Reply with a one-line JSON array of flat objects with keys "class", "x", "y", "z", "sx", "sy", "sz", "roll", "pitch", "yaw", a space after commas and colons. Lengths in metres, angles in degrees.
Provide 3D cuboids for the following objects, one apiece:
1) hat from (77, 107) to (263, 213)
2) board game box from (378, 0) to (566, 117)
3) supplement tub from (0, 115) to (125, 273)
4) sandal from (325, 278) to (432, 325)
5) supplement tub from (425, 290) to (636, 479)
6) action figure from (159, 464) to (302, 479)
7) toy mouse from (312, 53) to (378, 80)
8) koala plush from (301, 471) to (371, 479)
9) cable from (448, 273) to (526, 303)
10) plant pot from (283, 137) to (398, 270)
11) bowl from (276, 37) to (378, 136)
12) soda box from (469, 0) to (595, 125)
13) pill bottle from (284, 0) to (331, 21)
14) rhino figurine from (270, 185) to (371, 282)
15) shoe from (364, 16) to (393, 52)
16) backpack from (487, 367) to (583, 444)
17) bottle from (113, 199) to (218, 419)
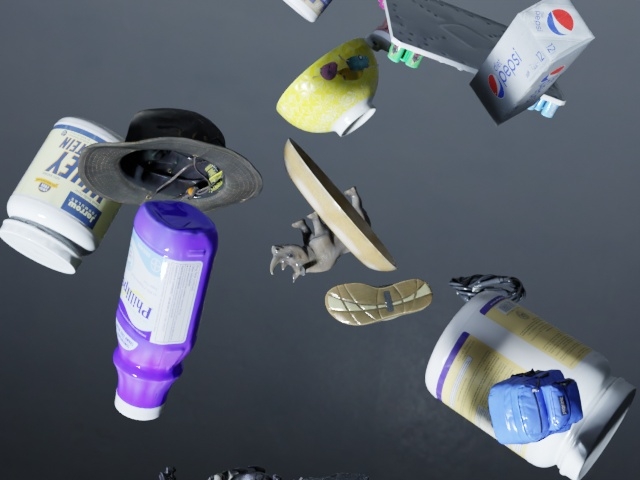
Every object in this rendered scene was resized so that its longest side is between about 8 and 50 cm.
[{"class": "hat", "x": -0.267, "y": -0.163, "z": 1.698, "sx": 0.331, "sy": 0.134, "sz": 0.331, "roll": 1, "pitch": 159, "yaw": 1}, {"class": "board game box", "x": 0.315, "y": -0.425, "z": 2.043, "sx": 0.390, "sy": 0.050, "sz": 0.390, "roll": 17, "pitch": -148, "yaw": -12}, {"class": "supplement tub", "x": -0.601, "y": -0.108, "z": 2.244, "sx": 0.235, "sy": 0.325, "sz": 0.235, "roll": 22, "pitch": 160, "yaw": 8}, {"class": "sandal", "x": 0.098, "y": 0.103, "z": 1.576, "sx": 0.180, "sy": 0.072, "sz": 0.049, "roll": -8, "pitch": 172, "yaw": -3}, {"class": "supplement tub", "x": 0.392, "y": 0.271, "z": 1.756, "sx": 0.331, "sy": 0.241, "sz": 0.241, "roll": 33, "pitch": -174, "yaw": 26}, {"class": "action figure", "x": -0.173, "y": 0.490, "z": 1.742, "sx": 0.275, "sy": 0.141, "sz": 0.164, "roll": 7, "pitch": 168, "yaw": -19}, {"class": "toy mouse", "x": 0.056, "y": -0.396, "z": 2.154, "sx": 0.161, "sy": 0.031, "sz": 0.143, "roll": -12, "pitch": 173, "yaw": 5}, {"class": "koala plush", "x": 0.034, "y": 0.470, "z": 1.340, "sx": 0.196, "sy": 0.221, "sz": 0.203, "roll": -23, "pitch": -155, "yaw": -33}, {"class": "cable", "x": 0.396, "y": 0.115, "z": 2.207, "sx": 0.184, "sy": 0.047, "sz": 0.150, "roll": -5, "pitch": -166, "yaw": -24}, {"class": "plant pot", "x": 0.022, "y": -0.043, "z": 1.296, "sx": 0.236, "sy": 0.032, "sz": 0.236, "roll": 49, "pitch": -174, "yaw": -6}, {"class": "bowl", "x": 0.050, "y": -0.358, "z": 2.352, "sx": 0.156, "sy": 0.289, "sz": 0.289, "roll": 52, "pitch": 179, "yaw": 7}, {"class": "soda box", "x": 0.346, "y": -0.298, "z": 1.564, "sx": 0.091, "sy": 0.098, "sz": 0.286, "roll": -30, "pitch": 171, "yaw": -12}, {"class": "pill bottle", "x": 0.007, "y": -0.400, "z": 1.306, "sx": 0.094, "sy": 0.169, "sz": 0.094, "roll": 39, "pitch": -172, "yaw": -6}, {"class": "rhino figurine", "x": 0.000, "y": 0.000, "z": 1.730, "sx": 0.243, "sy": 0.106, "sz": 0.073, "roll": -34, "pitch": -176, "yaw": -31}, {"class": "shoe", "x": 0.162, "y": -0.494, "z": 2.211, "sx": 0.063, "sy": 0.081, "sz": 0.178, "roll": 44, "pitch": 179, "yaw": -15}, {"class": "backpack", "x": 0.293, "y": 0.226, "z": 1.282, "sx": 0.120, "sy": 0.098, "sz": 0.101, "roll": -4, "pitch": 167, "yaw": -41}, {"class": "bottle", "x": -0.206, "y": 0.094, "z": 1.188, "sx": 0.092, "sy": 0.283, "sz": 0.118, "roll": -1, "pitch": -153, "yaw": -36}]
